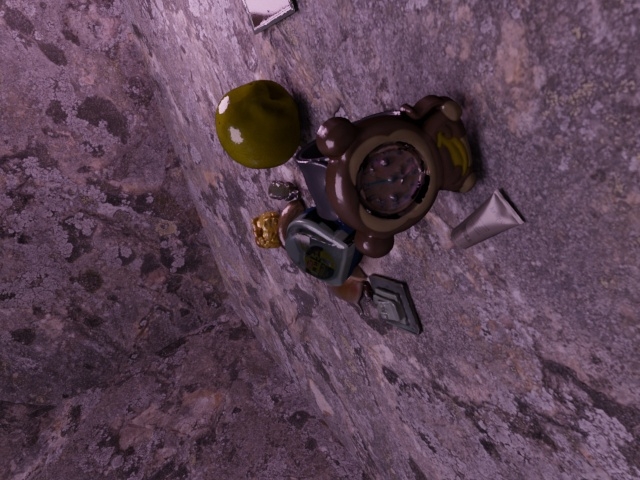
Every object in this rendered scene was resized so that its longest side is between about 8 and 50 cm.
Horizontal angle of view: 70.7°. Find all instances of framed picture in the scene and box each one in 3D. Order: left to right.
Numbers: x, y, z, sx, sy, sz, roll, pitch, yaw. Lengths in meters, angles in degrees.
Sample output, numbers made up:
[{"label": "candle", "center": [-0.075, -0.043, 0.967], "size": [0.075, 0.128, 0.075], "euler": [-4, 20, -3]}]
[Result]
[{"label": "framed picture", "center": [-0.172, -0.753, 1.321], "size": [0.296, 0.019, 0.232], "euler": [19, 133, 57]}]

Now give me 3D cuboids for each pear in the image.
[{"label": "pear", "center": [-0.206, -0.371, 1.490], "size": [0.294, 0.294, 0.294], "euler": [46, 153, 33]}]

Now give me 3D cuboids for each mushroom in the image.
[{"label": "mushroom", "center": [-0.089, -0.012, 1.805], "size": [0.285, 0.151, 0.156], "euler": [65, 159, -6]}]

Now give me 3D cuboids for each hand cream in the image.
[{"label": "hand cream", "center": [0.352, -0.034, 0.990], "size": [0.087, 0.054, 0.186], "euler": [54, 150, 8]}]

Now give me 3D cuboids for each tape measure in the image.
[{"label": "tape measure", "center": [0.011, 0.015, 1.520], "size": [0.262, 0.138, 0.259], "euler": [27, 141, 15]}]

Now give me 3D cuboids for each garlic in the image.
[{"label": "garlic", "center": [0.096, 0.182, 1.733], "size": [0.266, 0.129, 0.148], "euler": [76, 168, -54]}]

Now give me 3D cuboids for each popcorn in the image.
[{"label": "popcorn", "center": [-0.233, -0.048, 2.062], "size": [0.170, 0.180, 0.180], "euler": [2, 124, 26]}]

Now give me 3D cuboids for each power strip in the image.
[{"label": "power strip", "center": [0.228, 0.219, 1.507], "size": [0.213, 0.065, 0.198], "euler": [6, 122, 63]}]

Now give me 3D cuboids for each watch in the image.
[{"label": "watch", "center": [0.128, -0.177, 1.034], "size": [0.327, 0.335, 0.314], "euler": [-122, 7, -65]}]

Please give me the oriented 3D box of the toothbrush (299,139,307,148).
[{"label": "toothbrush", "center": [-0.074, -0.341, 1.567], "size": [0.294, 0.026, 0.028], "euler": [41, 168, 41]}]

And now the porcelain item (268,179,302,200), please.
[{"label": "porcelain item", "center": [-0.132, -0.196, 1.795], "size": [0.216, 0.069, 0.081], "euler": [16, 96, 58]}]

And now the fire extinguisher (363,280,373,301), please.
[{"label": "fire extinguisher", "center": [0.179, 0.191, 1.615], "size": [0.046, 0.032, 0.100], "euler": [35, 155, 44]}]
